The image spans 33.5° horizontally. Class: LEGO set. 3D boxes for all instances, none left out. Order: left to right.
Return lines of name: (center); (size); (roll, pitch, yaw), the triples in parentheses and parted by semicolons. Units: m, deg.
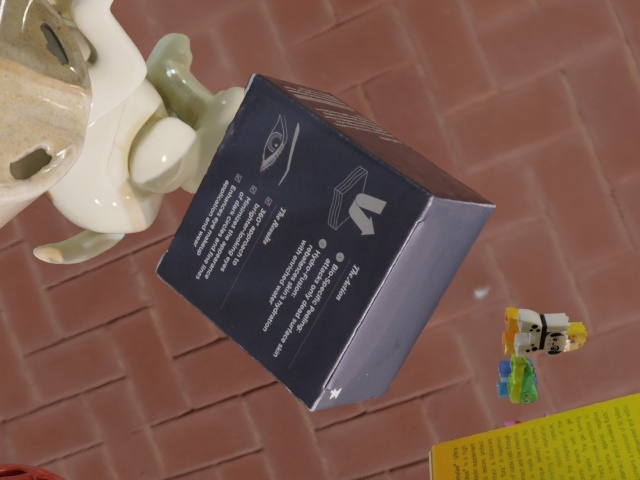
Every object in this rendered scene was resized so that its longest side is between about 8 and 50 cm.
LEGO set: (0.259, 0.142, 1.221); (0.093, 0.087, 0.227); (-3, 131, 0)

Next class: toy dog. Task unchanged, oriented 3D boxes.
toy dog: (-0.370, -0.183, 1.415); (0.395, 0.408, 0.284); (-50, 46, 19)

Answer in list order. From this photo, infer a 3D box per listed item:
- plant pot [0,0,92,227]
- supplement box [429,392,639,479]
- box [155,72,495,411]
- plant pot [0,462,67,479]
plant pot: (-0.386, -0.110, 1.016); (0.305, 0.334, 0.334); (-16, 91, 45)
supplement box: (0.307, 0.292, 1.049); (0.356, 0.195, 0.194); (-17, 116, 12)
box: (0.000, 0.000, 0.697); (0.158, 0.093, 0.156); (38, 109, 29)
plant pot: (-0.273, 0.307, 0.953); (0.191, 0.174, 0.191); (1, 88, -24)
